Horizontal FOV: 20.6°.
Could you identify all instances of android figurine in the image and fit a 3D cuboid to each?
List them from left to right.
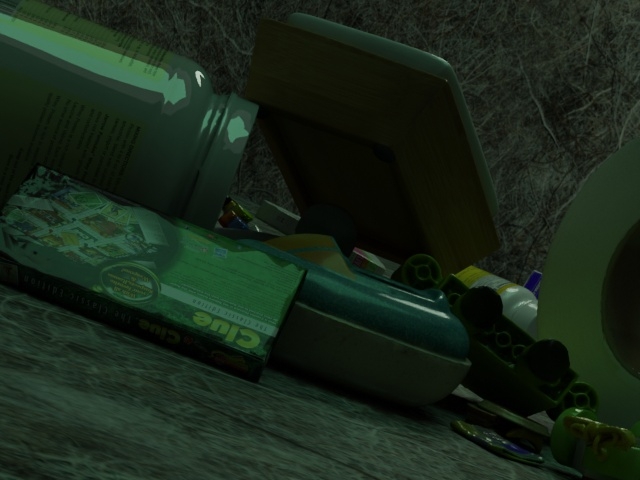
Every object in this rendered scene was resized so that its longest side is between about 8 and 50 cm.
[{"bbox_3d":[0.173,0.110,1.822,0.248,0.056,0.273,38,-11,2],"label":"android figurine"}]

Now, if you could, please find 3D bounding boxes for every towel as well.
[{"bbox_3d":[0.161,0.184,1.605,0.060,0.009,0.083,20,3,-33],"label":"towel"}]

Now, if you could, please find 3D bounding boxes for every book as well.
[{"bbox_3d":[0.000,0.000,2.015,0.144,0.035,0.096,29,0,-13],"label":"book"}]

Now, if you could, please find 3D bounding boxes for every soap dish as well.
[{"bbox_3d":[0.054,-0.091,1.837,0.229,0.118,0.291,22,-25,30],"label":"soap dish"}]

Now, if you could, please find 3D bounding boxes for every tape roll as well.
[{"bbox_3d":[0.396,0.062,1.845,0.072,0.392,0.392,18,4,-41],"label":"tape roll"}]

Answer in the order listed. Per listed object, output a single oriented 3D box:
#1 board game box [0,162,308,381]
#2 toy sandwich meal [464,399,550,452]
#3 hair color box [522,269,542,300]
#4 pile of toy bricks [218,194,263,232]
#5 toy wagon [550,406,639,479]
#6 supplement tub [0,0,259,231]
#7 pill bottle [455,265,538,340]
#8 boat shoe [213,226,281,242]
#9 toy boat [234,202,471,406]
[{"bbox_3d":[-0.151,0.024,1.502,0.260,0.030,0.136,22,37,4],"label":"board game box"},{"bbox_3d":[0.180,0.179,1.690,0.086,0.029,0.085,24,-1,0],"label":"toy sandwich meal"},{"bbox_3d":[0.451,0.171,2.636,0.185,0.110,0.339,36,-8,-35],"label":"hair color box"},{"bbox_3d":[-0.122,0.018,2.003,0.212,0.118,0.105,40,17,-45],"label":"pile of toy bricks"},{"bbox_3d":[0.330,0.206,1.546,0.344,0.068,0.267,13,-2,-44],"label":"toy wagon"},{"bbox_3d":[-0.245,-0.098,1.723,0.325,0.235,0.235,21,3,-4],"label":"supplement tub"},{"bbox_3d":[0.229,0.106,2.450,0.208,0.119,0.119,24,4,41],"label":"pill bottle"},{"bbox_3d":[-0.030,0.053,1.912,0.258,0.084,0.095,22,-17,-37],"label":"boat shoe"},{"bbox_3d":[0.009,0.047,1.704,0.267,0.148,0.318,20,3,-11],"label":"toy boat"}]
